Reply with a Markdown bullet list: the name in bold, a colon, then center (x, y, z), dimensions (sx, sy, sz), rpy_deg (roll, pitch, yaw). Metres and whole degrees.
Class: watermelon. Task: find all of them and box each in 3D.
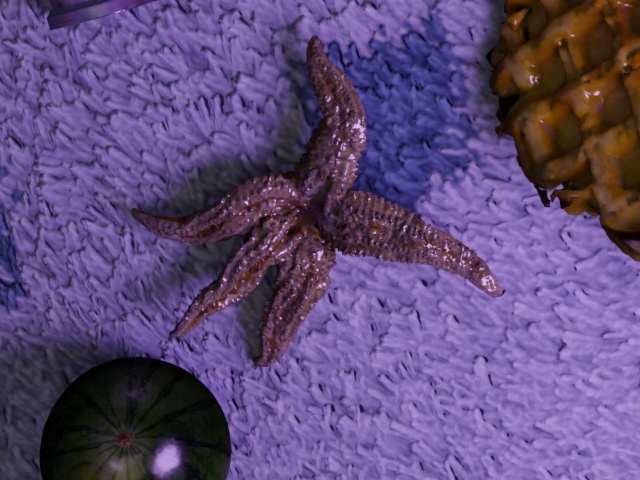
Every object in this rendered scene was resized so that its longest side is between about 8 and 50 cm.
- **watermelon**: center (-0.180, 0.209, 1.720), dimensions (0.188, 0.215, 0.188), rpy_deg (1, 76, -2)

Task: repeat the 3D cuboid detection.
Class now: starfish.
- **starfish**: center (-0.022, 0.008, 1.701), dimensions (0.293, 0.084, 0.301), rpy_deg (-37, 95, 16)

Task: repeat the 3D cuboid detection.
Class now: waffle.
- **waffle**: center (0.296, -0.182, 1.517), dimensions (0.095, 0.379, 0.382), rpy_deg (7, 111, -40)

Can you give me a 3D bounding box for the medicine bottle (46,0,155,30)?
- **medicine bottle**: center (-0.259, -0.410, 1.604), dimensions (0.108, 0.108, 0.426), rpy_deg (-15, 102, 8)
